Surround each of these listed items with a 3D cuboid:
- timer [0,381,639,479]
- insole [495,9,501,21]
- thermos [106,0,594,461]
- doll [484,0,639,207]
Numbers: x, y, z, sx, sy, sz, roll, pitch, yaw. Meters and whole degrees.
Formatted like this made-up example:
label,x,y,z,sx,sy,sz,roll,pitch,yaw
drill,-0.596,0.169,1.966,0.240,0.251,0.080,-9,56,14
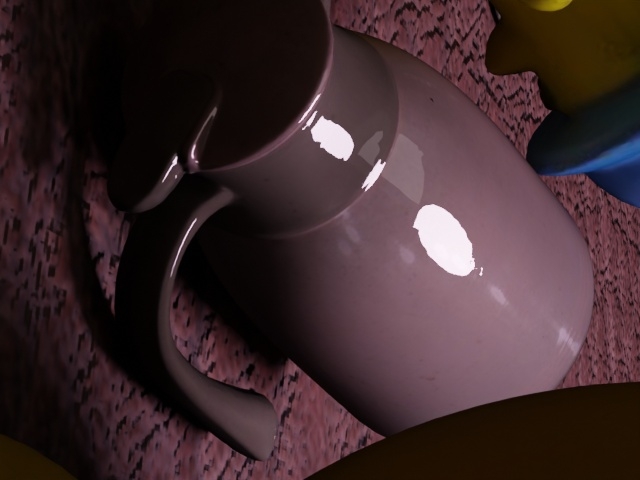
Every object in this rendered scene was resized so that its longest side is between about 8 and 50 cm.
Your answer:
label,x,y,z,sx,sy,sz,roll,pitch,yaw
timer,0.069,0.195,0.402,0.387,0.376,0.376,40,52,-77
insole,0.099,-0.199,0.982,0.065,0.006,0.193,36,56,-66
thermos,0.000,0.000,0.596,0.137,0.105,0.193,-55,147,-6
doll,0.052,-0.136,0.620,0.363,0.145,0.199,42,25,-46
